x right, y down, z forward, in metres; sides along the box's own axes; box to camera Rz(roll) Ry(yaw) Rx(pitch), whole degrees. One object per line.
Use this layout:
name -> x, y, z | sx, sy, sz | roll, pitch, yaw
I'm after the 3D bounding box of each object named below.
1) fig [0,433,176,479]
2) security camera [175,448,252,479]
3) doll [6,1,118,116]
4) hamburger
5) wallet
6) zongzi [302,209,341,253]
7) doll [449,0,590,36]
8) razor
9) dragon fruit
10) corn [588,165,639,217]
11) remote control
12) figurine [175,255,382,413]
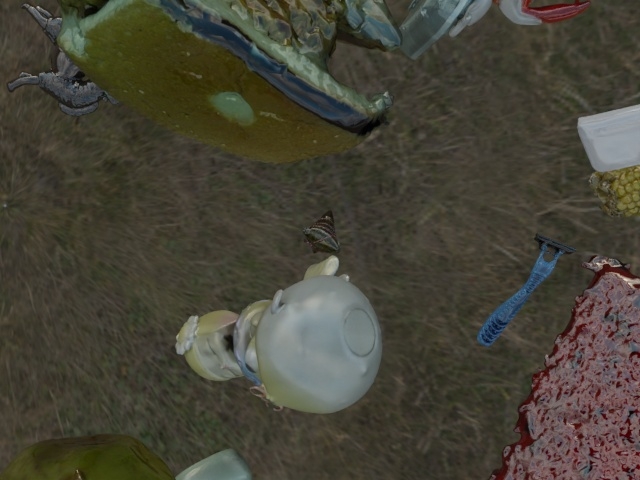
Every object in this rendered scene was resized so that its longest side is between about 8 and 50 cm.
fig -> -0.182, 0.218, 0.881 | 0.154, 0.166, 0.144 | 35, 76, -2
security camera -> -0.251, 0.456, 1.896 | 0.301, 0.157, 0.080 | -26, 60, -24
doll -> -0.338, -0.240, 1.525 | 0.165, 0.057, 0.139 | 15, 91, 11
hamburger -> -0.088, -0.177, 0.814 | 0.288, 0.192, 0.168 | 32, 65, -35
wallet -> 0.464, -0.152, 1.599 | 0.095, 0.190, 0.033 | 60, 37, -29
zongzi -> 0.000, 0.000, 1.822 | 0.067, 0.083, 0.073 | 23, 122, -2
doll -> 0.353, -0.442, 1.848 | 0.383, 0.099, 0.188 | -25, 93, -2
razor -> 0.355, 0.097, 2.016 | 0.082, 0.042, 0.253 | 22, 124, -16
dragon fruit -> 0.366, 0.215, 1.287 | 0.100, 0.282, 0.344 | 35, 82, -47
corn -> 0.561, -0.136, 1.730 | 0.305, 0.106, 0.106 | -30, 99, 2
remote control -> 0.149, -0.296, 1.440 | 0.052, 0.247, 0.104 | 32, 83, -6
figurine -> -0.069, 0.140, 1.748 | 0.226, 0.394, 0.275 | 48, 52, -27
